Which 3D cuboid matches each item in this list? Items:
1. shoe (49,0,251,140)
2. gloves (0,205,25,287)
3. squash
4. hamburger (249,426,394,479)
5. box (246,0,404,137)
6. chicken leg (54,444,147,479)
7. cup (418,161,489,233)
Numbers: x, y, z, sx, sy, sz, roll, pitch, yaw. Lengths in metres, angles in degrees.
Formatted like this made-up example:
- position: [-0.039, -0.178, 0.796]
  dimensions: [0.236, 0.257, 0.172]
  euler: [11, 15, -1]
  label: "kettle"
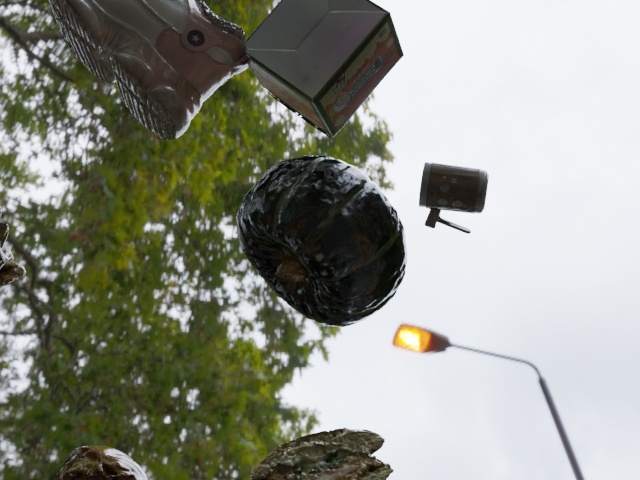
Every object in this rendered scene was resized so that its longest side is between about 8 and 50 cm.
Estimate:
- position: [-0.270, -0.330, 1.259]
  dimensions: [0.198, 0.172, 0.351]
  euler: [-39, -95, -19]
  label: "shoe"
- position: [-0.699, 0.062, 1.530]
  dimensions: [0.356, 0.155, 0.203]
  euler: [-35, -59, 19]
  label: "gloves"
- position: [0.000, 0.000, 1.152]
  dimensions: [0.252, 0.165, 0.252]
  euler: [27, -37, 23]
  label: "squash"
- position: [-0.010, 0.464, 1.631]
  dimensions: [0.283, 0.144, 0.156]
  euler: [-7, -25, -17]
  label: "hamburger"
- position: [0.005, -0.313, 1.377]
  dimensions: [0.195, 0.177, 0.148]
  euler: [-50, -23, -5]
  label: "box"
- position: [-0.333, 0.556, 1.365]
  dimensions: [0.182, 0.295, 0.409]
  euler: [-14, -74, -34]
  label: "chicken leg"
- position: [0.202, -0.065, 1.254]
  dimensions: [0.099, 0.074, 0.102]
  euler: [8, -90, 11]
  label: "cup"
